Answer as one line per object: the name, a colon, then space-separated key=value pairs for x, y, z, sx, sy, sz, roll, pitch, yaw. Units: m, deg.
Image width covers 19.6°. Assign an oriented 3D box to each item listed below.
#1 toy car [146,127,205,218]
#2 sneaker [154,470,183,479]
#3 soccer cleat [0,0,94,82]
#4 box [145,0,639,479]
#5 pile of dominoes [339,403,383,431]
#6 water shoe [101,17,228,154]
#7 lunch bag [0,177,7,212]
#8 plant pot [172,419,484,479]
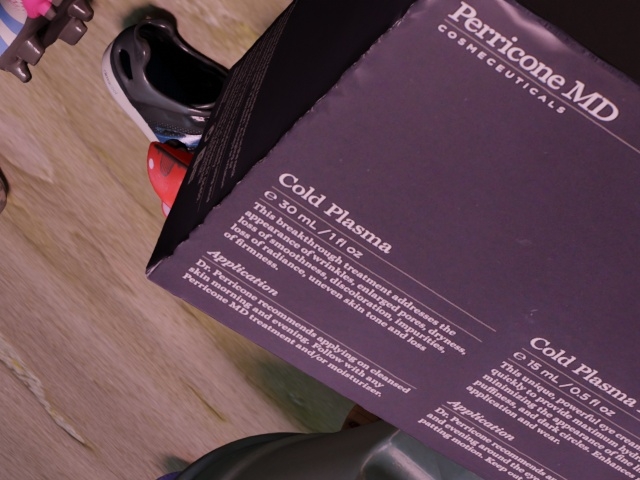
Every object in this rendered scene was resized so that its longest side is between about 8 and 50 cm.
toy car: x=0.000 y=0.000 z=1.187 sx=0.225 sy=0.053 sz=0.239 roll=27 pitch=-171 yaw=2
sneaker: x=-0.066 y=0.307 z=1.990 sx=0.315 sy=0.127 sz=0.182 roll=35 pitch=131 yaw=44
soccer cleat: x=-0.214 y=-0.225 z=1.313 sx=0.143 sy=0.116 sz=0.331 roll=46 pitch=151 yaw=-2
box: x=0.140 y=-0.027 z=0.992 sx=0.343 sy=0.179 sz=0.312 roll=32 pitch=140 yaw=-15
pile of dominoes: x=0.132 y=0.230 z=1.702 sx=0.251 sy=0.040 sz=0.196 roll=34 pitch=153 yaw=8
water shoe: x=-0.085 y=-0.084 z=1.428 sx=0.203 sy=0.073 sz=0.080 roll=43 pitch=151 yaw=-12
lunch bag: x=-0.495 y=-0.035 z=1.795 sx=0.305 sy=0.256 sz=0.212 roll=12 pitch=144 yaw=40
plant pot: x=0.057 y=0.287 z=1.499 sx=0.341 sy=0.341 sz=0.334 roll=42 pitch=148 yaw=-9
